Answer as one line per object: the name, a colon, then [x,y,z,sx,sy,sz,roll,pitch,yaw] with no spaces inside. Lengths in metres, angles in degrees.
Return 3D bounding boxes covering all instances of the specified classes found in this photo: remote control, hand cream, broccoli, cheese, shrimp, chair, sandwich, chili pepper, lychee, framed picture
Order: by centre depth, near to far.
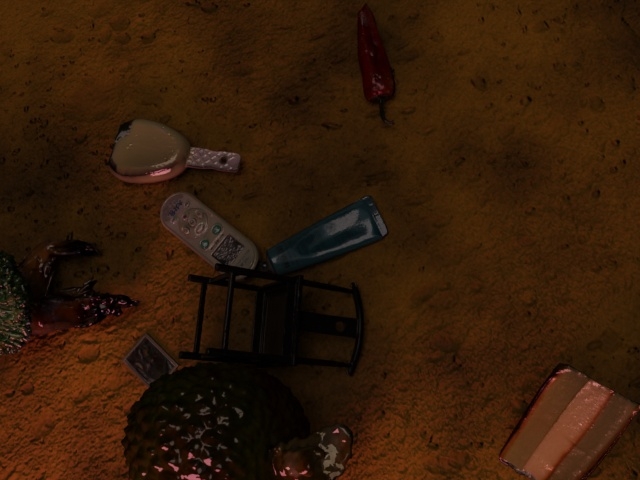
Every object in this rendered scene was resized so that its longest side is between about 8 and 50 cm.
sandwich: [0.333,0.265,0.897,0.117,0.187,0.144,29,77,19]
lychee: [-0.134,0.303,0.951,0.320,0.270,0.270,32,84,32]
chair: [-0.075,0.130,1.058,0.260,0.141,0.154,13,73,-30]
broccoli: [-0.598,0.108,1.110,0.220,0.194,0.194,2,73,42]
hand cream: [0.000,0.000,1.125,0.224,0.048,0.083,-24,71,-1]
framed picture: [-0.297,0.214,1.147,0.089,0.006,0.066,40,86,19]
remote control: [-0.195,-0.007,1.168,0.221,0.042,0.078,37,84,18]
chili pepper: [0.096,-0.325,1.186,0.059,0.050,0.268,-16,70,25]
shrimp: [-0.460,0.078,1.194,0.289,0.075,0.178,-12,74,25]
cheese: [-0.266,-0.157,1.220,0.252,0.054,0.127,9,77,15]
